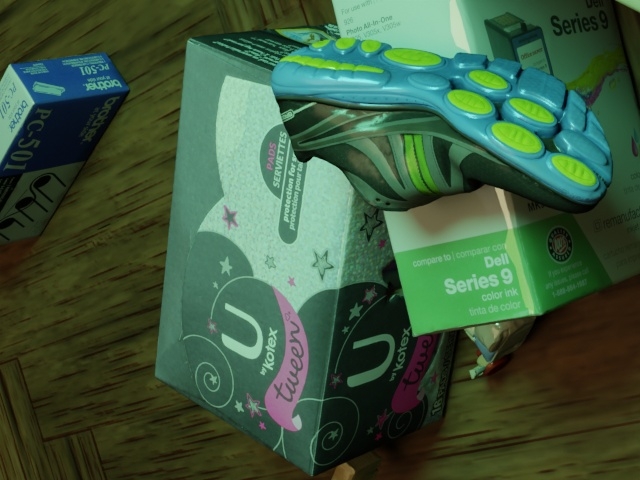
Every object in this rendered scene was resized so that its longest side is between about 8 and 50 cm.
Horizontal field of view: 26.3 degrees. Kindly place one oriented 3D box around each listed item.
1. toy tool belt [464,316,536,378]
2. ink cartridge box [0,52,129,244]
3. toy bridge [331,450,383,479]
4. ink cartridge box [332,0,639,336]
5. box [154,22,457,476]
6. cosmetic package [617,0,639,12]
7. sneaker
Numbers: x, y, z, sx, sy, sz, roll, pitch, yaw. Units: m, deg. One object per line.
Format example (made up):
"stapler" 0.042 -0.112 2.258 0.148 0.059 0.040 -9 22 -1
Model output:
"toy tool belt" 0.107 0.049 0.881 0.051 0.052 0.083 56 160 21
"ink cartridge box" -0.250 -0.070 1.161 0.046 0.097 0.207 55 133 18
"toy bridge" -0.025 0.114 1.014 0.188 0.063 0.026 36 124 31
"ink cartridge box" 0.103 -0.069 0.775 0.093 0.154 0.212 -15 90 43
"box" 0.000 0.000 0.904 0.163 0.142 0.247 26 118 38
"cosmetic package" 0.190 -0.162 0.608 0.309 0.160 0.113 30 123 17
"sneaker" 0.060 -0.049 0.681 0.188 0.067 0.078 17 131 31
